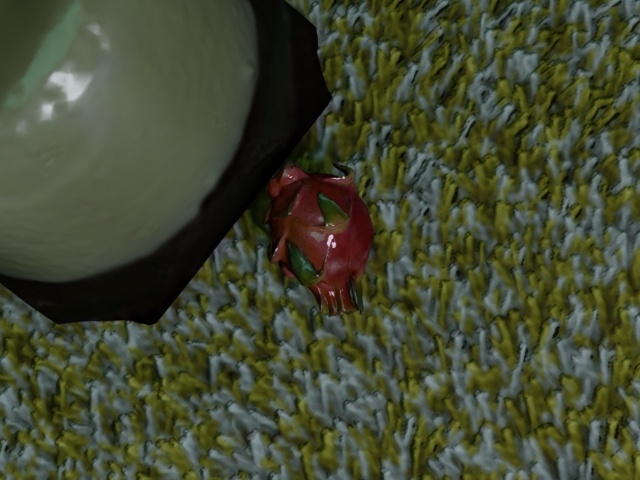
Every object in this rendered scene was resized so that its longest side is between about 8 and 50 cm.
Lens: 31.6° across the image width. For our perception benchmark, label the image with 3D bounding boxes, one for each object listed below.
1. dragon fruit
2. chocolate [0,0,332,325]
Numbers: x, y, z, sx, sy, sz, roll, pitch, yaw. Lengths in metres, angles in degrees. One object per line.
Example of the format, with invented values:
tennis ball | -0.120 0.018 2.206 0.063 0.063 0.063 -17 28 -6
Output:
dragon fruit | 0.000 0.001 0.835 0.081 0.086 0.116 -16 75 1
chocolate | -0.209 -0.125 0.790 0.326 0.297 0.314 41 94 13
